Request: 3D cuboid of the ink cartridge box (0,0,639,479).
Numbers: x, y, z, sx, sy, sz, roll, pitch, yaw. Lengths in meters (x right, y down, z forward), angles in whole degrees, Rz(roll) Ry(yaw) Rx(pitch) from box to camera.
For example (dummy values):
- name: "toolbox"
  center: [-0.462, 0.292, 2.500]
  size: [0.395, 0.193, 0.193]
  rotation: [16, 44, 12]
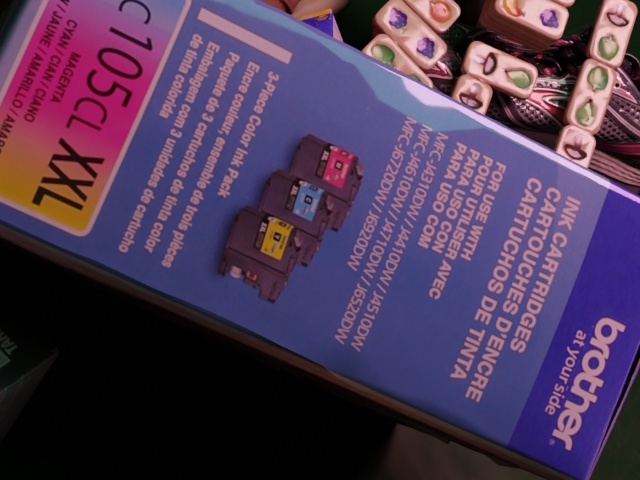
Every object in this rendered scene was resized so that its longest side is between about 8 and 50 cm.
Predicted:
- name: "ink cartridge box"
  center: [0.000, 0.000, 0.782]
  size: [0.395, 0.270, 0.151]
  rotation: [27, 83, -15]

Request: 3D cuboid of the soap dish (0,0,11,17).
- name: "soap dish"
  center: [-0.145, -0.228, 0.974]
  size: [0.228, 0.118, 0.291]
  rotation: [5, 42, 2]

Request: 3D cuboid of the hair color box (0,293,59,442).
- name: "hair color box"
  center: [-0.301, 0.093, 0.585]
  size: [0.185, 0.114, 0.374]
  rotation: [44, 39, 6]

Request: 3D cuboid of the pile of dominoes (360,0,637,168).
- name: "pile of dominoes"
  center: [0.129, -0.127, 1.100]
  size: [0.196, 0.040, 0.251]
  rotation: [23, 73, -10]

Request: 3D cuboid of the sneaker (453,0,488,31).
- name: "sneaker"
  center: [0.106, -0.257, 1.296]
  size: [0.118, 0.083, 0.222]
  rotation: [23, 31, -12]

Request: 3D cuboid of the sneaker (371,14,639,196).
- name: "sneaker"
  center: [0.175, -0.129, 1.187]
  size: [0.299, 0.112, 0.121]
  rotation: [17, 44, -24]

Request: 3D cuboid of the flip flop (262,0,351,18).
- name: "flip flop"
  center: [-0.051, -0.189, 1.091]
  size: [0.112, 0.080, 0.277]
  rotation: [46, 40, 10]

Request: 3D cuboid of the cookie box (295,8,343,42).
- name: "cookie box"
  center: [-0.030, -0.101, 0.954]
  size: [0.107, 0.091, 0.040]
  rotation: [-90, 164, -57]
